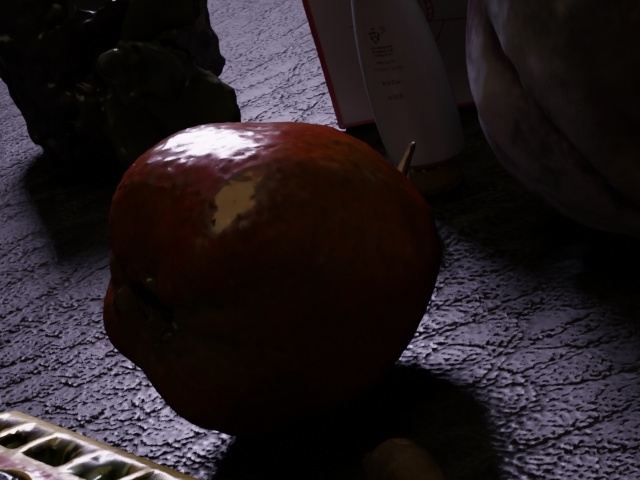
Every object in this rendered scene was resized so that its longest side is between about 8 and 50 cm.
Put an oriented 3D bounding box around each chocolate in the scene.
[{"bbox_3d":[0.238,-0.110,1.220,0.303,0.213,0.303,11,21,-4],"label":"chocolate"}]

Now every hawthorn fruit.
[{"bbox_3d":[-0.012,0.010,1.140,0.262,0.210,0.210,-27,26,-36],"label":"hawthorn fruit"}]

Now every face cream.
[{"bbox_3d":[0.071,-0.123,1.380,0.072,0.182,0.051,-4,28,31],"label":"face cream"}]

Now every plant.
[{"bbox_3d":[-0.198,-0.179,1.628,0.213,0.215,0.312,-18,28,-11],"label":"plant"}]

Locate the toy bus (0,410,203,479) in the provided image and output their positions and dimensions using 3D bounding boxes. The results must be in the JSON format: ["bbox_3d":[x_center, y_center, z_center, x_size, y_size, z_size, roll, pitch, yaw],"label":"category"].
[{"bbox_3d":[-0.108,0.188,0.931,0.123,0.121,0.335,-27,25,-37],"label":"toy bus"}]

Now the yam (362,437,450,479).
[{"bbox_3d":[0.077,0.177,0.921,0.046,0.046,0.264,-20,27,-8],"label":"yam"}]

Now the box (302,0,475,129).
[{"bbox_3d":[0.139,-0.318,1.593,0.312,0.314,0.300,-9,29,15],"label":"box"}]
